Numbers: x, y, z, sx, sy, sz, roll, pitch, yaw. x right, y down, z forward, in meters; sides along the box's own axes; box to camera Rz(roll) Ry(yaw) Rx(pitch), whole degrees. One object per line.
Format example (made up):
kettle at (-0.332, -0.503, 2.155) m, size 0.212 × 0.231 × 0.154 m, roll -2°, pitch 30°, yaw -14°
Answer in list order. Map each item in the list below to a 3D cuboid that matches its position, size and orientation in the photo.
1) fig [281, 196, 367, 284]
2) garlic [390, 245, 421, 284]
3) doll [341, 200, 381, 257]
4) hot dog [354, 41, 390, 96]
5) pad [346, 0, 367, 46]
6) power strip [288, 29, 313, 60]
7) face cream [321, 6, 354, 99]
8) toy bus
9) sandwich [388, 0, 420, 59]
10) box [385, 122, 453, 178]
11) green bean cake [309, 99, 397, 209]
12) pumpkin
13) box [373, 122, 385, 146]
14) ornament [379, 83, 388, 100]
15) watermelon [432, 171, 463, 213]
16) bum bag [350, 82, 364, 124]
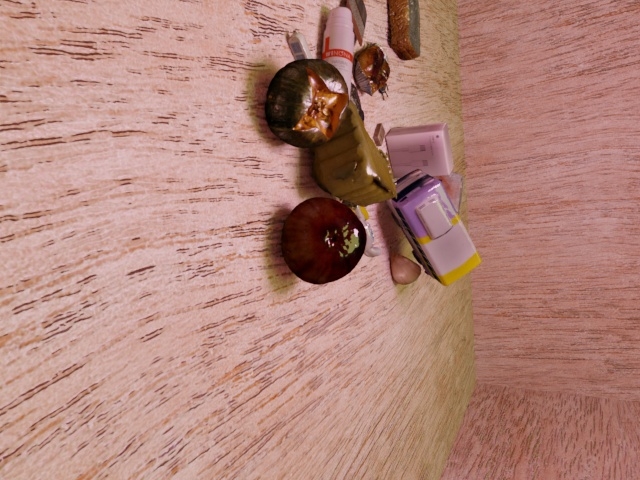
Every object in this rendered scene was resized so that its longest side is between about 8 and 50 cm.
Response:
fig at (0.007, 0.002, 1.320) m, size 0.214 × 0.235 × 0.234 m, roll 116°, pitch -7°, yaw -58°
garlic at (0.374, 0.124, 2.125) m, size 0.206 × 0.115 × 0.128 m, roll 45°, pitch 57°, yaw -50°
doll at (0.120, -0.023, 1.642) m, size 0.237 × 0.111 × 0.251 m, roll -42°, pitch 117°, yaw -57°
hot dog at (0.204, -0.651, 1.845) m, size 0.270 × 0.082 × 0.162 m, roll -59°, pitch 134°, yaw -47°
pad at (0.129, -0.883, 1.708) m, size 0.323 × 0.055 × 0.249 m, roll 83°, pitch 14°, yaw -54°
power strip at (-0.042, -0.513, 1.410) m, size 0.030 × 0.048 × 0.191 m, roll -64°, pitch 141°, yaw -34°
face cream at (0.053, -0.570, 1.538) m, size 0.102 × 0.102 × 0.345 m, roll 17°, pitch 74°, yaw -61°
toy bus at (0.454, -0.053, 1.995) m, size 0.439 × 0.209 × 0.249 m, roll 58°, pitch -1°, yaw -19°
sandwich at (0.384, -0.978, 2.188) m, size 0.271 × 0.099 × 0.300 m, roll -2°, pitch 90°, yaw -63°
box at (0.423, -0.380, 2.080) m, size 0.106 × 0.252 × 0.203 m, roll -54°, pitch 136°, yaw -49°
green bean cake at (0.085, -0.248, 1.496) m, size 0.310 × 0.202 × 0.284 m, roll 23°, pitch 51°, yaw -62°
pumpkin at (-0.038, -0.355, 1.274) m, size 0.238 × 0.159 × 0.237 m, roll -24°, pitch 131°, yaw -30°
box at (0.238, -0.427, 1.972) m, size 0.053 × 0.024 × 0.083 m, roll 58°, pitch 42°, yaw -44°
ornament at (0.251, -0.635, 2.001) m, size 0.125 × 0.028 × 0.073 m, roll 28°, pitch 65°, yaw -61°
watermelon at (0.566, -0.220, 2.248) m, size 0.387 × 0.259 × 0.228 m, roll 58°, pitch -20°, yaw 28°
bum bag at (0.119, -0.425, 1.696) m, size 0.102 × 0.069 × 0.247 m, roll -80°, pitch 157°, yaw -53°
